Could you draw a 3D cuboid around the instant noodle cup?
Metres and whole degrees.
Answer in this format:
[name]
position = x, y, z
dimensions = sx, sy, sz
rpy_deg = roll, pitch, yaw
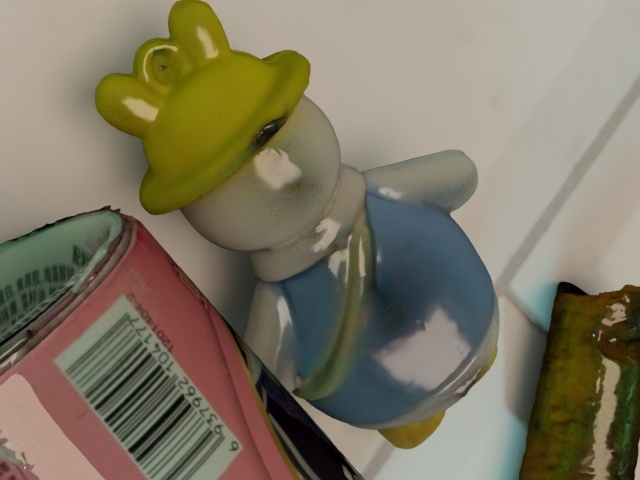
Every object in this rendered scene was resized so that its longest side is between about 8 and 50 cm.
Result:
[instant noodle cup]
position = -0.070, 0.132, 0.583
dimensions = 0.244, 0.244, 0.255
rpy_deg = -41, 108, -21

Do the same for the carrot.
[carrot]
position = 0.125, 0.147, 0.788
dimensions = 0.070, 0.070, 0.260
rpy_deg = 10, 91, -33

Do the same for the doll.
[doll]
position = 0.000, -0.001, 0.664
dimensions = 0.135, 0.098, 0.241
rpy_deg = -32, 119, 18
